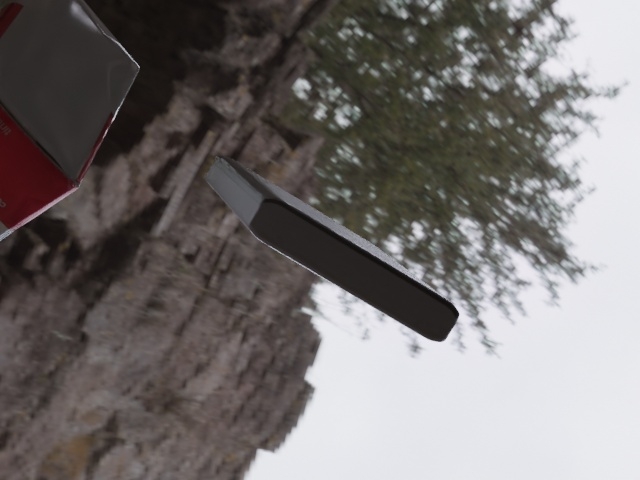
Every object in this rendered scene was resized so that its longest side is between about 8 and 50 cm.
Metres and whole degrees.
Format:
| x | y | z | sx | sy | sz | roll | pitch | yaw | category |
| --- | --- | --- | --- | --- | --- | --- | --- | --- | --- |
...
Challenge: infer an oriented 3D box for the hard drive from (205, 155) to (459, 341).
| x | y | z | sx | sy | sz | roll | pitch | yaw | category |
| --- | --- | --- | --- | --- | --- | --- | --- | --- | --- |
| 0.000 | 0.000 | 1.341 | 0.203 | 0.307 | 0.040 | 31 | -88 | -15 | hard drive |

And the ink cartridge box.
| x | y | z | sx | sy | sz | roll | pitch | yaw | category |
| --- | --- | --- | --- | --- | --- | --- | --- | --- | --- |
| -0.317 | -0.065 | 1.138 | 0.306 | 0.131 | 0.226 | -29 | -155 | 21 | ink cartridge box |
